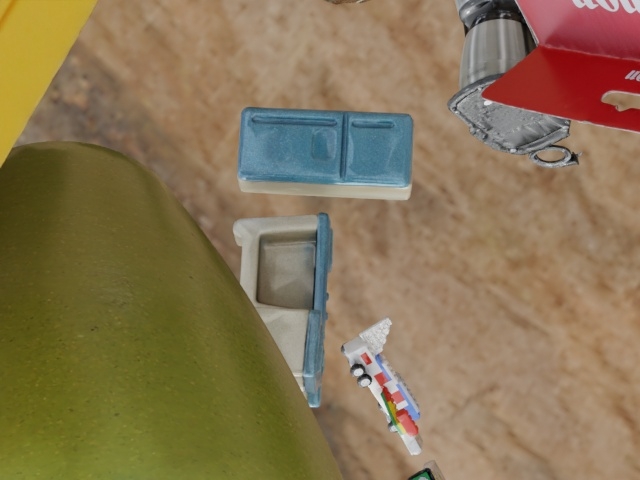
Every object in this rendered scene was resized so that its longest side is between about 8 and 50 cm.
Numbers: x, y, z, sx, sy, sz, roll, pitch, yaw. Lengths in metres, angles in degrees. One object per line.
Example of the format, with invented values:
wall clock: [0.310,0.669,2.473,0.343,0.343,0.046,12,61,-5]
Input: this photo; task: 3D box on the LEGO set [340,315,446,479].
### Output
LEGO set: [0.082,0.156,1.498,0.182,0.060,0.244,60,-176,4]

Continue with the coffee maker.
coffee maker: [0.202,-0.189,1.841,0.120,0.178,0.171,-7,146,15]

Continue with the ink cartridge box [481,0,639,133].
ink cartridge box: [0.263,-0.207,1.230,0.309,0.272,0.130,18,146,57]

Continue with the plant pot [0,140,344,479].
plant pot: [-0.122,0.097,0.839,0.275,0.293,0.274,-6,132,-6]

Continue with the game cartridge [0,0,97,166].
game cartridge: [-0.209,-0.008,0.730,0.053,0.285,0.324,36,149,-19]

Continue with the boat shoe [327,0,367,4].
boat shoe: [-0.007,-0.284,0.922,0.123,0.120,0.324,-17,87,14]

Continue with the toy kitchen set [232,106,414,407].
toy kitchen set: [0.000,0.000,1.149,0.122,0.207,0.166,2,167,1]
